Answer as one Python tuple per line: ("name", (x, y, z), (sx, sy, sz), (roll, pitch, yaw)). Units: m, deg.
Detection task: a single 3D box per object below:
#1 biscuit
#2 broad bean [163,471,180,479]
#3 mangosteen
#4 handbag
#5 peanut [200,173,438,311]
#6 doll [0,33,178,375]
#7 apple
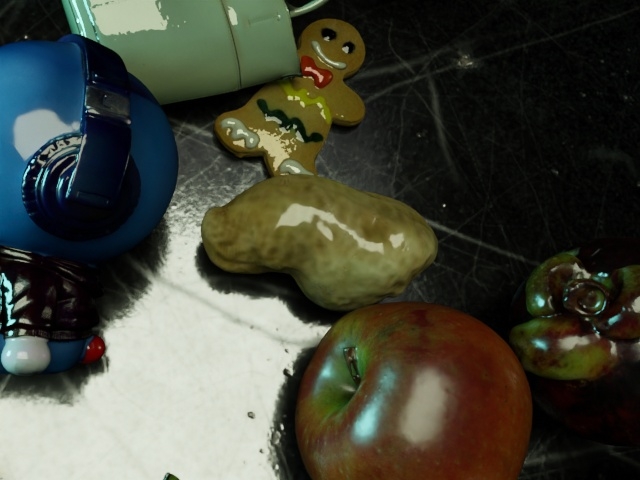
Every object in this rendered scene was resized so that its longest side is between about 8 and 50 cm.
("biscuit", (-0.020, -0.180, 0.897), (0.158, 0.035, 0.240), (30, 69, -5))
("broad bean", (-0.164, 0.324, 0.699), (0.061, 0.046, 0.195), (28, 70, -6))
("mangosteen", (0.300, 0.094, 0.769), (0.265, 0.228, 0.228), (38, 60, -47))
("handbag", (-0.128, -0.281, 0.834), (0.315, 0.109, 0.241), (-19, 102, -14))
("peanut", (0.000, 0.000, 0.799), (0.253, 0.122, 0.137), (17, 78, -5))
("doll", (-0.263, -0.040, 0.687), (0.240, 0.284, 0.310), (14, 88, -35))
("apple", (0.095, 0.175, 0.723), (0.230, 0.230, 0.230), (4, 72, -12))
